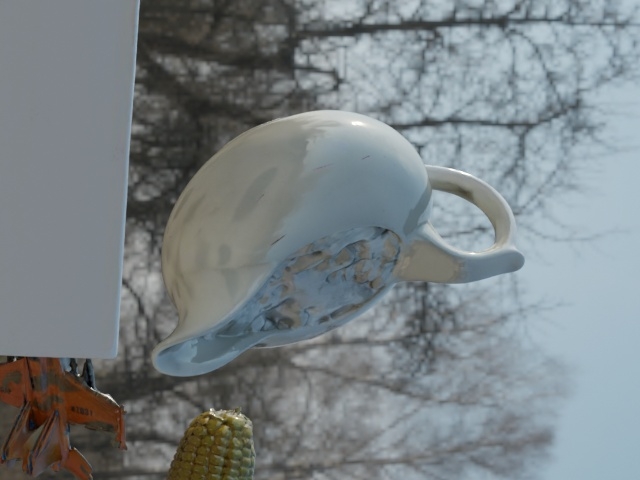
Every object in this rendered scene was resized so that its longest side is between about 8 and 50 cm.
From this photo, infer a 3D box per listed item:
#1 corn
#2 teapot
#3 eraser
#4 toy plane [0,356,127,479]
[{"bbox_3d":[-0.130,0.318,1.196,0.102,0.102,0.313,-179,-78,-77],"label":"corn"},{"bbox_3d":[0.000,0.000,0.856,0.139,0.298,0.204,57,-23,34],"label":"teapot"},{"bbox_3d":[-0.121,-0.101,0.539,0.078,0.076,0.298,-137,-129,-75],"label":"eraser"},{"bbox_3d":[-0.193,0.084,0.850,0.062,0.135,0.188,-17,114,-64],"label":"toy plane"}]
